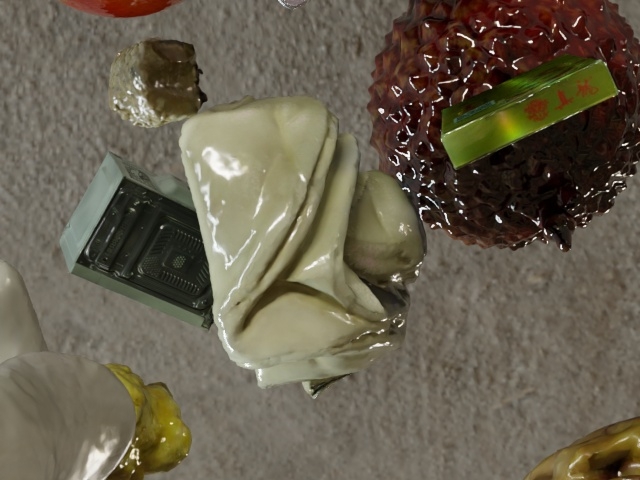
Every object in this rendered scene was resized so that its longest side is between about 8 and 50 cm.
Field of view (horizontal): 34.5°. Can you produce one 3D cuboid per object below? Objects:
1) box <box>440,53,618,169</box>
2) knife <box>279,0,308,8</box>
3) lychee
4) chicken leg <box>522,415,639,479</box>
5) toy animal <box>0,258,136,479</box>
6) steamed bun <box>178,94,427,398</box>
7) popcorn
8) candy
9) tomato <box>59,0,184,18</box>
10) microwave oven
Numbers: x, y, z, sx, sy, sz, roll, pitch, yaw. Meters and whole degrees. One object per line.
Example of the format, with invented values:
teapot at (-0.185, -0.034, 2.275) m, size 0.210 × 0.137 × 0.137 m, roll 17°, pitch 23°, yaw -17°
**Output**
box at (0.216, -0.149, 1.134) m, size 0.173 × 0.311 × 0.043 m, roll -25°, pitch 97°, yaw 10°
knife at (0.014, -0.240, 0.656) m, size 0.058 × 0.244 × 0.032 m, roll 26°, pitch 152°, yaw -34°
lychee at (0.279, -0.177, 1.502) m, size 0.425 × 0.500 × 0.424 m, roll -10°, pitch 148°, yaw -6°
chicken leg at (0.084, 0.191, 0.405) m, size 0.295 × 0.182 × 0.409 m, roll -18°, pitch 159°, yaw 6°
toy animal at (-0.218, 0.113, 0.481) m, size 0.272 × 0.206 × 0.265 m, roll -23°, pitch 174°, yaw -17°
steamed bun at (0.000, 0.000, 1.174) m, size 0.237 × 0.346 × 0.394 m, roll -11°, pitch 133°, yaw 4°
popcorn at (-0.285, 0.278, 1.449) m, size 0.203 × 0.200 × 0.226 m, roll 14°, pitch 117°, yaw -7°
candy at (-0.181, -0.170, 1.117) m, size 0.085 × 0.110 × 0.095 m, roll -4°, pitch 97°, yaw -40°
tomato at (-0.199, -0.376, 0.971) m, size 0.321 × 0.321 × 0.321 m, roll -6°, pitch 137°, yaw -6°
microwave oven at (-0.207, 0.002, 1.333) m, size 0.208 × 0.122 × 0.162 m, roll 27°, pitch 100°, yaw -28°
